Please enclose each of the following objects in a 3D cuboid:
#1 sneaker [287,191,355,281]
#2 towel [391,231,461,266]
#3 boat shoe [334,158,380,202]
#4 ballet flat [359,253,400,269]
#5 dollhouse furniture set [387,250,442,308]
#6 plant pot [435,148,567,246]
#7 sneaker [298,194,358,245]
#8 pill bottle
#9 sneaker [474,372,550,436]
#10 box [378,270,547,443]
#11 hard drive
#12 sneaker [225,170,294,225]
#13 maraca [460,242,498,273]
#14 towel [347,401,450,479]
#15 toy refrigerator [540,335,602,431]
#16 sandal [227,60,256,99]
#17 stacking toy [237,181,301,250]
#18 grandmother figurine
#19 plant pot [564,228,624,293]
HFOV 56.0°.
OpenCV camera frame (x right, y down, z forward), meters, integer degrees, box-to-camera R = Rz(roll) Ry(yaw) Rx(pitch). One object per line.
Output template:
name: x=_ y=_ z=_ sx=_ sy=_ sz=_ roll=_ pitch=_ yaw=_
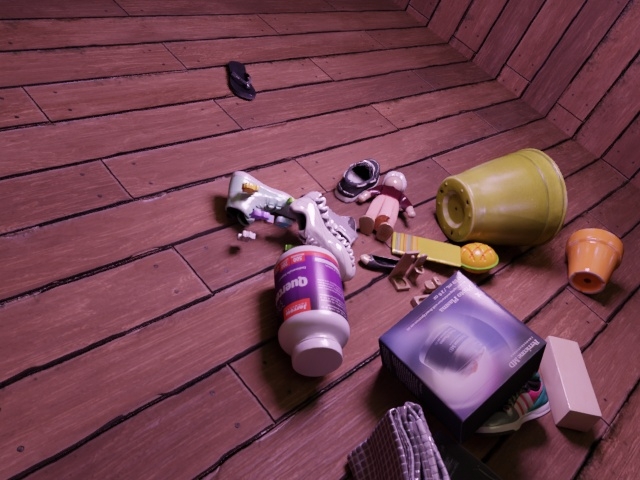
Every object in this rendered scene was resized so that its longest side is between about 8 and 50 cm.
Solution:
sneaker: x=0.000 y=0.000 z=1.794 sx=0.118 sy=0.110 sz=0.292 roll=-24 pitch=81 yaw=-40
towel: x=0.355 y=0.034 z=2.031 sx=0.237 sy=0.021 sz=0.102 roll=12 pitch=43 yaw=1
boat shoe: x=0.155 y=-0.237 z=2.190 sx=0.114 sy=0.091 sz=0.302 roll=32 pitch=39 yaw=5
ballet flat: x=0.205 y=0.065 z=1.922 sx=0.173 sy=0.049 sz=0.058 roll=11 pitch=41 yaw=-20
dollhouse furniture set: x=0.325 y=0.126 z=1.866 sx=0.144 sy=0.123 sz=0.151 roll=-3 pitch=48 yaw=-33
plant pot: x=0.626 y=-0.133 z=2.189 sx=0.352 sy=0.367 sz=0.367 roll=-10 pitch=51 yaw=-22
sneaker: x=0.033 y=-0.070 z=1.955 sx=0.229 sy=0.086 sz=0.132 roll=47 pitch=37 yaw=7
pill bottle: x=-0.024 y=0.179 z=1.557 sx=0.181 sy=0.182 sz=0.323 roll=12 pitch=41 yaw=-19
sneaker: x=0.500 y=0.403 z=1.610 sx=0.295 sy=0.123 sz=0.179 roll=-8 pitch=83 yaw=-40
box: x=0.356 y=0.289 z=1.534 sx=0.296 sy=0.183 sz=0.294 roll=-38 pitch=58 yaw=-15
hard drive: x=0.340 y=0.588 z=1.423 sx=0.254 sy=0.054 sz=0.172 roll=38 pitch=40 yaw=12
sneaker: x=-0.180 y=-0.090 z=1.853 sx=0.255 sy=0.094 sz=0.151 roll=26 pitch=61 yaw=-25
maraca: x=0.519 y=0.059 z=2.081 sx=0.185 sy=0.099 sz=0.127 roll=5 pitch=35 yaw=13
towel: x=0.168 y=0.515 z=1.263 sx=0.121 sy=0.235 sz=0.284 roll=1 pitch=45 yaw=-21
toy refrigerator: x=0.737 y=0.427 z=1.806 sx=0.102 sy=0.094 sz=0.270 roll=13 pitch=40 yaw=-7
sandal: x=-0.318 y=-0.647 z=2.392 sx=0.097 sy=0.055 sz=0.255 roll=1 pitch=46 yaw=-30
stacking toy: x=-0.141 y=-0.065 z=1.783 sx=0.221 sy=0.052 sz=0.167 roll=15 pitch=69 yaw=-31
grandmother figurine: x=0.240 y=-0.135 z=2.124 sx=0.207 sy=0.104 sz=0.342 roll=28 pitch=40 yaw=-4
plant pot: x=1.022 y=0.092 z=2.275 sx=0.205 sy=0.205 sz=0.188 roll=30 pitch=55 yaw=2
